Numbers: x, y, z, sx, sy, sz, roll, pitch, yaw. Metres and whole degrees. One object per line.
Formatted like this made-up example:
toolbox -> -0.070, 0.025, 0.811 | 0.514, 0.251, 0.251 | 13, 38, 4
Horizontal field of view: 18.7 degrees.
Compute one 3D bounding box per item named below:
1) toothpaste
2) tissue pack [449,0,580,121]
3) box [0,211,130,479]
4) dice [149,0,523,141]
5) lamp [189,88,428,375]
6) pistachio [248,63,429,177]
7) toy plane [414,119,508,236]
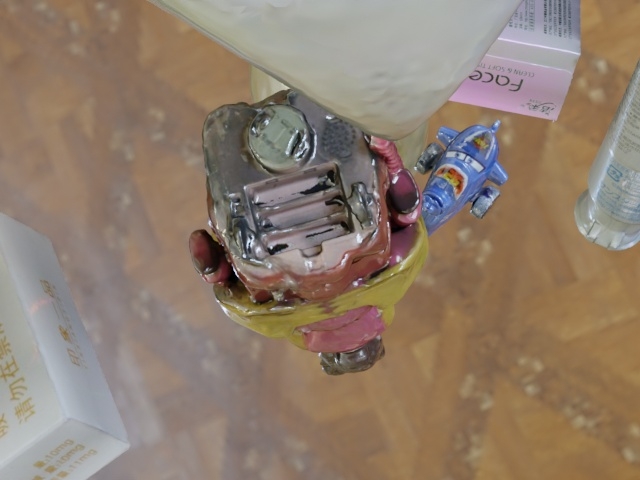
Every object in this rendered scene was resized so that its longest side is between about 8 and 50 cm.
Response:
toothpaste -> 0.278, -0.088, 1.560 | 0.299, 0.114, 0.073 | 112, 171, -60
tissue pack -> 0.163, -0.239, 1.829 | 0.092, 0.148, 0.246 | 107, 173, -48
box -> -0.228, 0.109, 1.052 | 0.233, 0.067, 0.149 | -37, 53, 14
dice -> -0.022, -0.193, 0.610 | 0.251, 0.243, 0.259 | 32, -179, -6
lamp -> 0.000, 0.000, 1.020 | 0.118, 0.118, 0.253 | 55, 179, 16
pistachio -> 0.012, -0.133, 1.443 | 0.153, 0.138, 0.238 | 179, 86, -65
toy plane -> 0.065, -0.014, 1.175 | 0.054, 0.062, 0.167 | 39, 138, 7
